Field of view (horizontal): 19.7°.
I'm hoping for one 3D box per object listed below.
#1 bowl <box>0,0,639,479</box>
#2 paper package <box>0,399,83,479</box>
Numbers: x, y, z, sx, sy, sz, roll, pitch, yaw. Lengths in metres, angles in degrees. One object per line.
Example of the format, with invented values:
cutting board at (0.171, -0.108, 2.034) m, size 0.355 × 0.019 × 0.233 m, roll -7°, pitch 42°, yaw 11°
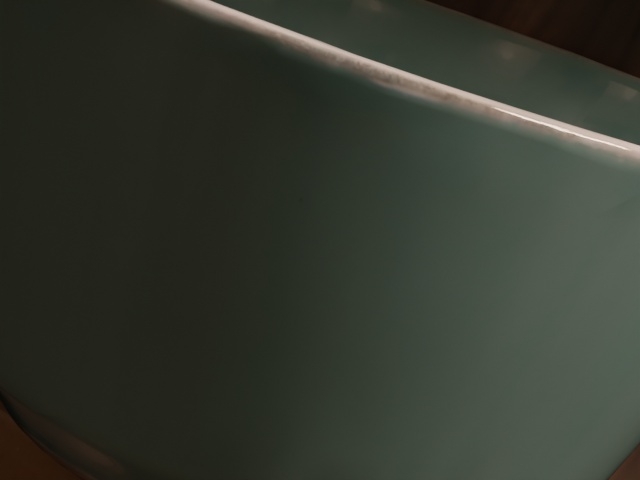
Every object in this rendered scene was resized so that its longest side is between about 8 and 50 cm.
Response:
bowl at (0.000, 0.000, 0.622) m, size 0.311 × 0.311 × 0.163 m, roll 28°, pitch 105°, yaw 36°
paper package at (-0.152, 0.197, 0.676) m, size 0.325 × 0.168 × 0.309 m, roll 25°, pitch 82°, yaw 36°
